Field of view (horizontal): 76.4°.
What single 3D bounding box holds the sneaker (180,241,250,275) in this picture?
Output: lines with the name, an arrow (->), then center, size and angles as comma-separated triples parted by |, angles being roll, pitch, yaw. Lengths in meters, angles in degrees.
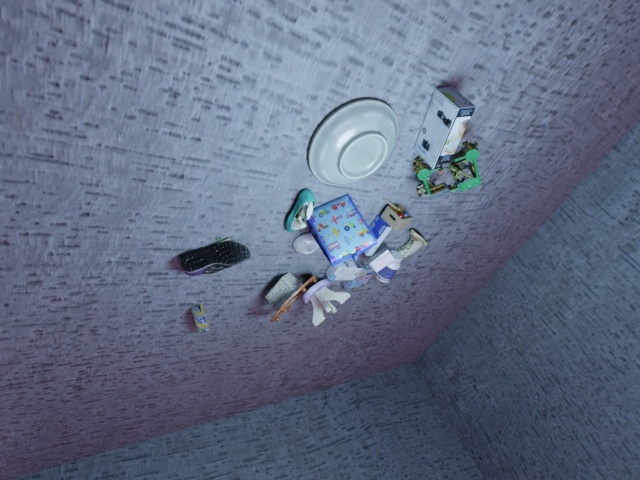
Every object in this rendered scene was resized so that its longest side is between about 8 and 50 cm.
sneaker -> -0.441, 0.083, 1.729 | 0.284, 0.107, 0.124 | -10, 159, -12

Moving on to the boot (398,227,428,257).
boot -> 0.520, 0.022, 2.350 | 0.165, 0.077, 0.213 | -38, 147, 13

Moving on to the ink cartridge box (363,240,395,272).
ink cartridge box -> 0.312, 0.080, 2.179 | 0.128, 0.175, 0.072 | -37, 109, 10

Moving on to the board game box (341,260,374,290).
board game box -> 0.241, 0.196, 2.374 | 0.194, 0.060, 0.194 | -9, 140, -28

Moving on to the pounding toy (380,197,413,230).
pounding toy -> 0.373, -0.136, 2.024 | 0.130, 0.141, 0.100 | -14, 143, -46

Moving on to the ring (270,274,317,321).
ring -> -0.131, 0.304, 2.113 | 0.336, 0.032, 0.336 | -46, 174, -7

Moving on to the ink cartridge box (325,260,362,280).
ink cartridge box -> 0.129, 0.166, 2.254 | 0.182, 0.061, 0.104 | 4, 133, -38

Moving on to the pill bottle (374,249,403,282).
pill bottle -> 0.403, 0.150, 2.388 | 0.112, 0.112, 0.186 | -3, 137, -33

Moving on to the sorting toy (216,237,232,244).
sorting toy -> -0.408, 0.007, 1.720 | 0.062, 0.012, 0.083 | -21, 147, -5

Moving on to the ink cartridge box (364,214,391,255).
ink cartridge box -> 0.280, -0.026, 2.100 | 0.046, 0.097, 0.207 | 3, 133, -37

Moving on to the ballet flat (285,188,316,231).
ballet flat -> -0.086, -0.105, 1.752 | 0.083, 0.087, 0.247 | -4, 137, -33

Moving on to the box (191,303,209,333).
box -> -0.593, 0.389, 2.008 | 0.054, 0.059, 0.168 | -16, 142, -18

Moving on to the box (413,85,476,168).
box -> 0.501, -0.461, 1.676 | 0.087, 0.169, 0.289 | -12, 142, -21

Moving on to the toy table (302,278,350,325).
toy table -> 0.021, 0.323, 2.206 | 0.252, 0.160, 0.274 | -45, 165, 13

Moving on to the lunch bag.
lunch bag -> 0.096, -0.031, 1.793 | 0.221, 0.293, 0.138 | -24, 144, -9

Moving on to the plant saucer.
plant saucer -> 0.150, -0.355, 1.610 | 0.401, 0.100, 0.400 | -20, 144, -15

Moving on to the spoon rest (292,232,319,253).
spoon rest -> 0.000, 0.000, 1.966 | 0.277, 0.084, 0.137 | -11, 141, -4

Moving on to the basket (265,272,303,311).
basket -> -0.188, 0.260, 2.076 | 0.167, 0.103, 0.113 | -50, 172, 23

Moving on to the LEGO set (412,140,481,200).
LEGO set -> 0.585, -0.345, 1.905 | 0.332, 0.192, 0.255 | -27, 128, 19
